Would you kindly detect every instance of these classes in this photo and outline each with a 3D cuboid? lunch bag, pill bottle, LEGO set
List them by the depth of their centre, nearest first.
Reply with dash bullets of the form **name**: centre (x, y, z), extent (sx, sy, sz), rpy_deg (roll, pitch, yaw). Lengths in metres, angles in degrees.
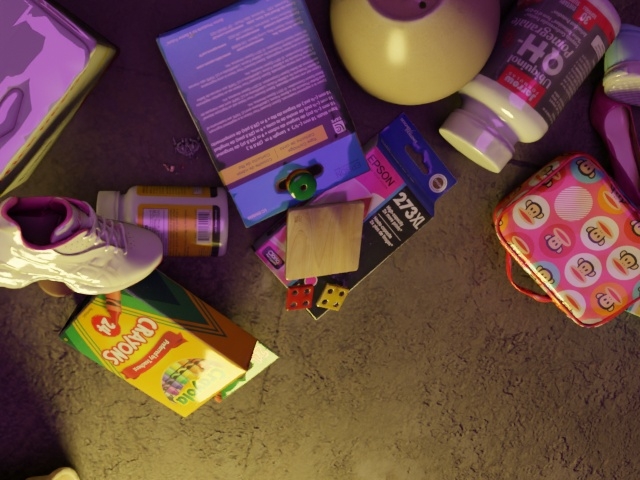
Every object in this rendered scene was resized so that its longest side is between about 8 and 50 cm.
- **pill bottle**: centre (-0.262, -0.032, 1.221), extent (0.208, 0.119, 0.119), rpy_deg (1, 103, -12)
- **LEGO set**: centre (-0.232, -0.148, 1.250), extent (0.054, 0.023, 0.083), rpy_deg (21, 98, -16)
- **pill bottle**: centre (0.349, -0.282, 1.261), extent (0.176, 0.176, 0.319), rpy_deg (35, 94, -17)
- **lunch bag**: centre (0.463, 0.010, 1.344), extent (0.258, 0.120, 0.293), rpy_deg (-40, 93, 14)

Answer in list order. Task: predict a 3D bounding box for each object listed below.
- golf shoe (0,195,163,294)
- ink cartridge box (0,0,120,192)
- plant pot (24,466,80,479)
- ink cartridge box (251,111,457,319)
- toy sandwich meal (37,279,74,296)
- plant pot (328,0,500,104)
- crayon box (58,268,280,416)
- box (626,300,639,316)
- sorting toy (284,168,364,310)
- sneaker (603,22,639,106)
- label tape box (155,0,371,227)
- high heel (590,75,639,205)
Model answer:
- **golf shoe**: centre (-0.336, 0.003, 1.026), extent (0.306, 0.140, 0.115), rpy_deg (1, 61, -48)
- **ink cartridge box**: centre (-0.430, -0.206, 1.007), extent (0.160, 0.385, 0.279), rpy_deg (38, 93, -17)
- **plant pot**: centre (-0.588, 0.540, 1.207), extent (0.305, 0.334, 0.334), rpy_deg (2, 103, 0)
- **ink cartridge box**: centre (0.070, -0.044, 1.321), extent (0.371, 0.069, 0.176), rpy_deg (-42, 107, -2)
- **toy sandwich meal**: centre (-0.441, 0.056, 1.253), extent (0.085, 0.029, 0.086), rpy_deg (-2, 105, -7)
- **plant pot**: centre (0.140, -0.371, 1.136), extent (0.284, 0.191, 0.284), rpy_deg (0, 88, 9)
- **crayon box**: centre (-0.253, 0.179, 1.244), extent (0.318, 0.081, 0.202), rpy_deg (37, 127, -17)
- **box**: centre (0.634, 0.096, 1.469), extent (0.244, 0.060, 0.101), rpy_deg (22, 97, -16)
- **sorting toy**: centre (0.000, 0.000, 1.246), extent (0.132, 0.046, 0.275), rpy_deg (-8, 121, -19)
- **sneaker**: centre (0.679, -0.313, 1.352), extent (0.365, 0.135, 0.150), rpy_deg (11, 76, -26)
- **label tape box**: centre (-0.093, -0.226, 1.219), extent (0.240, 0.106, 0.334), rpy_deg (-25, 108, -5)
- **high heel**: centre (0.565, -0.186, 1.359), extent (0.082, 0.117, 0.244), rpy_deg (-8, 104, -10)
